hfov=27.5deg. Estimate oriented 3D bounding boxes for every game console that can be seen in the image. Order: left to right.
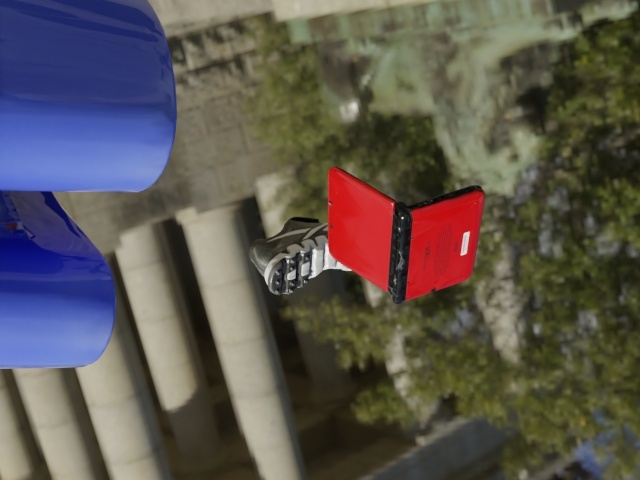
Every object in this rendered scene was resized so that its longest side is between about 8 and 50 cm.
[{"bbox_3d":[0.079,-0.016,1.239,0.124,0.144,0.085,-18,-124,-12],"label":"game console"}]

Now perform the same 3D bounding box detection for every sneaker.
[{"bbox_3d":[0.000,0.000,1.837,0.234,0.078,0.106,-19,-140,-32],"label":"sneaker"}]

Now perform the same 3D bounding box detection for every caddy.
[{"bbox_3d":[-0.224,-0.070,0.732,0.179,0.241,0.341,5,-154,-33],"label":"caddy"}]
